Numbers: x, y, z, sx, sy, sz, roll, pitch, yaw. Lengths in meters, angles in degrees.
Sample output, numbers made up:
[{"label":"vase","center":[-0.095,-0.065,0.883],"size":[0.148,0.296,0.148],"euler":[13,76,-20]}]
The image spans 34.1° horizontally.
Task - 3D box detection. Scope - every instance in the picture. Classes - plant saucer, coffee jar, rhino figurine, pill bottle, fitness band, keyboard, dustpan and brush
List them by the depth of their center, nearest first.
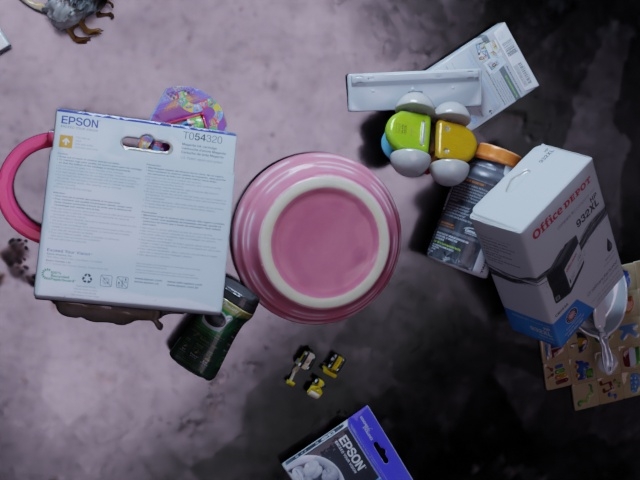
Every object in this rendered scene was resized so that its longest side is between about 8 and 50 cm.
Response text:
[{"label":"fitness band","center":[-0.432,-0.084,1.878],"size":[0.290,0.054,0.209],"euler":[12,97,-13]},{"label":"rhino figurine","center":[-0.367,0.117,1.888],"size":[0.243,0.106,0.073],"euler":[11,95,-14]},{"label":"coffee jar","center":[-0.195,0.161,1.943],"size":[0.096,0.079,0.184],"euler":[32,90,12]},{"label":"plant saucer","center":[0.000,0.000,1.972],"size":[0.332,0.084,0.332],"euler":[-2,97,-13]},{"label":"keyboard","center":[0.180,-0.286,1.986],"size":[0.256,0.014,0.072],"euler":[-3,109,-1]},{"label":"pill bottle","center":[0.305,-0.061,2.010],"size":[0.130,0.130,0.246],"euler":[20,93,-15]},{"label":"dustpan and brush","center":[0.567,0.166,2.126],"size":[0.147,0.060,0.211],"euler":[-10,99,-11]}]

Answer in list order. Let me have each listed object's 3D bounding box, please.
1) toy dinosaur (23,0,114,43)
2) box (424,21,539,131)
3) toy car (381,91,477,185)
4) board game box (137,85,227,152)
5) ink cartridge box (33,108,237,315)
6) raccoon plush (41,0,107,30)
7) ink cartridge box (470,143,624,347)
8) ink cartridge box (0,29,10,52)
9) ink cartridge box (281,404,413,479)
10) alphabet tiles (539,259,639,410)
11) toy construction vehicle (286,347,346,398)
[{"label":"toy dinosaur","center":[-0.435,-0.407,1.836],"size":[0.211,0.064,0.112],"euler":[-16,87,-21]},{"label":"box","center":[0.311,-0.312,2.026],"size":[0.186,0.038,0.145],"euler":[-35,103,-7]},{"label":"toy car","center":[0.196,-0.181,1.969],"size":[0.182,0.136,0.159],"euler":[11,72,-18]},{"label":"board game box","center":[-0.250,-0.197,1.912],"size":[0.133,0.033,0.169],"euler":[29,91,-15]},{"label":"ink cartridge box","center":[-0.320,-0.045,1.834],"size":[0.324,0.071,0.330],"euler":[7,81,-15]},{"label":"raccoon plush","center":[-0.230,-0.476,1.826],"size":[0.299,0.216,0.446],"euler":[40,103,-24]},{"label":"ink cartridge box","center":[0.434,0.011,1.970],"size":[0.223,0.129,0.307],"euler":[-43,129,-21]},{"label":"ink cartridge box","center":[-0.618,-0.341,1.794],"size":[0.135,0.056,0.099],"euler":[-34,103,-6]},{"label":"ink cartridge box","center":[0.062,0.468,2.068],"size":[0.208,0.045,0.206],"euler":[-34,103,-8]},{"label":"alphabet tiles","center":[0.617,0.194,2.179],"size":[0.342,0.011,0.285],"euler":[-11,99,-11]},{"label":"toy construction vehicle","center":[-0.011,0.252,2.031],"size":[0.086,0.035,0.098],"euler":[29,93,-26]}]
